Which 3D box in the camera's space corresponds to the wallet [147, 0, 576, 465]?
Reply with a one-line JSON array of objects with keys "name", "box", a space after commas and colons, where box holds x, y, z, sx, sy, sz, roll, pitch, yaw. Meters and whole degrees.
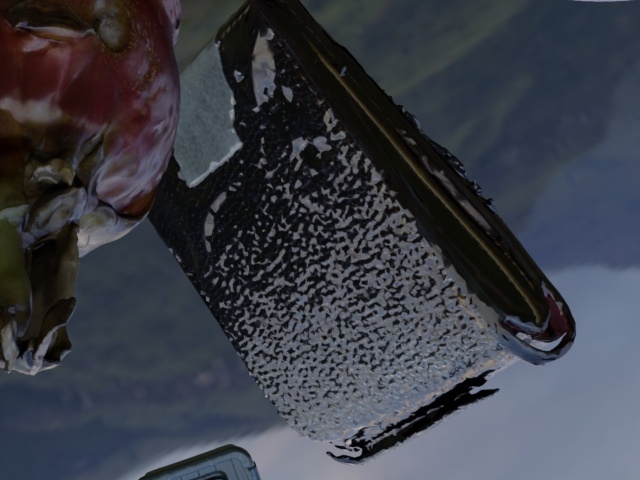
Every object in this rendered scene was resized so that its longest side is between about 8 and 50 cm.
[{"name": "wallet", "box": [0.000, 0.000, 1.111, 0.071, 0.262, 0.221, -38, -179, -34]}]

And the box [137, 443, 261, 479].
[{"name": "box", "box": [-0.094, 0.200, 1.485, 0.099, 0.074, 0.054, -19, -168, -3]}]

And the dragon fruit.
[{"name": "dragon fruit", "box": [-0.101, -0.031, 0.609, 0.125, 0.125, 0.246, -55, -157, 22]}]
